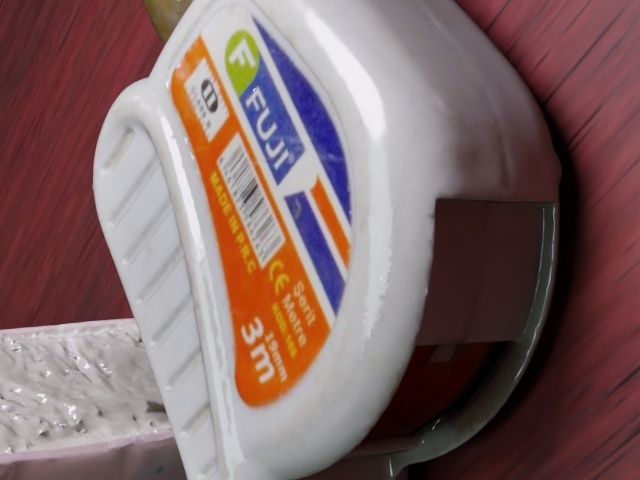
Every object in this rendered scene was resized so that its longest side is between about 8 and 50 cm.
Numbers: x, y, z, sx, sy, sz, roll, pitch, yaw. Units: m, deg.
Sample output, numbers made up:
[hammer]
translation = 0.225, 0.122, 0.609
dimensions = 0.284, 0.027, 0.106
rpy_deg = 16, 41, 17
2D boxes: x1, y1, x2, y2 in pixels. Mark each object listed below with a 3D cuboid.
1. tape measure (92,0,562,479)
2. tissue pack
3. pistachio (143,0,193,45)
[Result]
[tape measure]
translation = 0.000, 0.000, 0.662
dimensions = 0.265, 0.130, 0.258
rpy_deg = -48, 53, 38
[tissue pack]
translation = -0.165, 0.186, 0.784
dimensions = 0.124, 0.201, 0.271
rpy_deg = 46, 127, 39
[pistachio]
translation = -0.046, -0.182, 0.763
dimensions = 0.108, 0.126, 0.185
rpy_deg = 1, 86, 14
